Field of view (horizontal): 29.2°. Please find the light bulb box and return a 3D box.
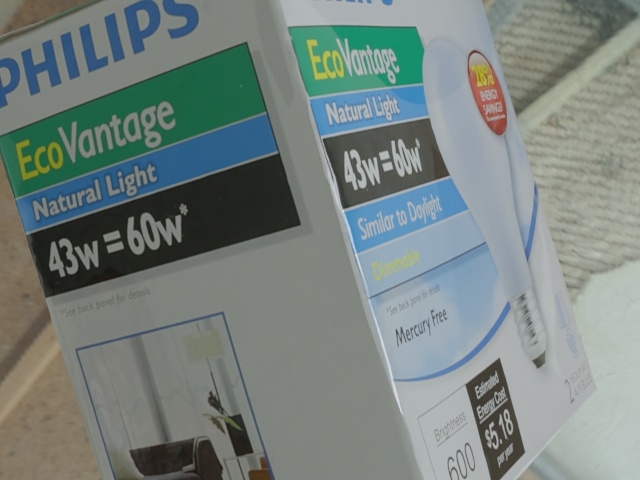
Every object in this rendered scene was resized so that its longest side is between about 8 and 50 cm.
[{"bbox_3d":[0.000,0.000,0.857,0.225,0.358,0.361,-16,-87,28],"label":"light bulb box"}]
